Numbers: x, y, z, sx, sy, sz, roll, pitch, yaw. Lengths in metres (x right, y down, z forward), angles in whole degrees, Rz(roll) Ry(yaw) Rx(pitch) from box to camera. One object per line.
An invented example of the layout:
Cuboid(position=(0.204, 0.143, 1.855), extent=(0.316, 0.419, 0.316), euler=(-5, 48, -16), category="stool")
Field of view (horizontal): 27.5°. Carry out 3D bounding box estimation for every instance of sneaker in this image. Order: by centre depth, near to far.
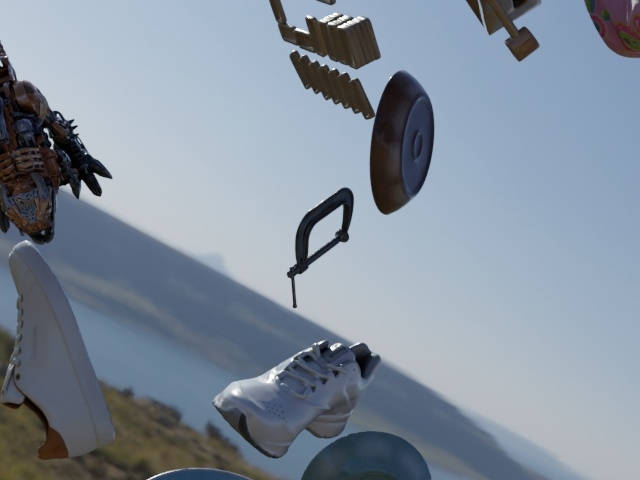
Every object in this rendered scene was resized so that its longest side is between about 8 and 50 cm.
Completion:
Cuboid(position=(-0.026, 0.176, 1.584), extent=(0.111, 0.129, 0.297), euler=(42, 18, 17), category="sneaker")
Cuboid(position=(-0.369, 0.143, 1.685), extent=(0.106, 0.123, 0.290), euler=(125, -56, -69), category="sneaker")

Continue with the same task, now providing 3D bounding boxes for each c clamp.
Cuboid(position=(0.000, 0.000, 1.877), extent=(0.022, 0.160, 0.137), euler=(22, -46, 30), category="c clamp")

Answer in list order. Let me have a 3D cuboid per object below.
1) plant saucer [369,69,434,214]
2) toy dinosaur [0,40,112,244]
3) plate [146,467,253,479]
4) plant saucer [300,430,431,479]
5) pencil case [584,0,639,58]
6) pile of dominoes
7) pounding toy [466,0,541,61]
Cuboid(position=(0.117, -0.131, 1.778), extent=(0.036, 0.199, 0.198), euler=(7, -11, 21), category="plant saucer")
Cuboid(position=(-0.364, -0.131, 1.608), extent=(0.164, 0.322, 0.218), euler=(-2, -29, 7), category="toy dinosaur")
Cuboid(position=(-0.091, 0.271, 1.084), extent=(0.188, 0.024, 0.188), euler=(11, 41, -10), category="plate")
Cuboid(position=(0.065, 0.358, 1.798), extent=(0.195, 0.195, 0.037), euler=(29, 7, -17), category="plant saucer")
Cuboid(position=(0.356, -0.226, 1.191), extent=(0.124, 0.124, 0.284), euler=(29, -5, -18), category="pencil case")
Cuboid(position=(0.006, -0.282, 1.807), extent=(0.251, 0.040, 0.196), euler=(35, -31, 59), category="pile of dominoes")
Cuboid(position=(0.232, -0.328, 1.641), extent=(0.206, 0.094, 0.181), euler=(59, 5, 15), category="pounding toy")
